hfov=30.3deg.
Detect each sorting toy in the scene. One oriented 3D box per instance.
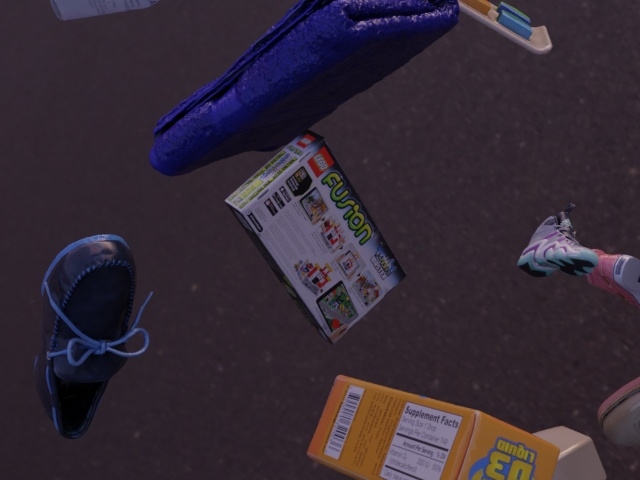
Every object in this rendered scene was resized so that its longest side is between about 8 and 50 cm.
[{"bbox_3d":[0.273,-0.369,1.894,0.193,0.208,0.038,-72,7,-68],"label":"sorting toy"}]

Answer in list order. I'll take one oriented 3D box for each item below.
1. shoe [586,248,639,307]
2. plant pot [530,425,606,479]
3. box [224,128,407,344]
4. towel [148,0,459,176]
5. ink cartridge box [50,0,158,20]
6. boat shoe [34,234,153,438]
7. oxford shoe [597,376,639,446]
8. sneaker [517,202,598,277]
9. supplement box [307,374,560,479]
[{"bbox_3d":[0.483,0.064,1.859,0.081,0.178,0.063,18,80,47],"label":"shoe"},{"bbox_3d":[0.342,0.328,1.695,0.096,0.109,0.109,-30,18,-20],"label":"plant pot"},{"bbox_3d":[0.000,0.000,1.209,0.114,0.207,0.036,-42,38,-12],"label":"box"},{"bbox_3d":[-0.022,-0.177,1.243,0.308,0.227,0.076,-30,85,38],"label":"towel"},{"bbox_3d":[-0.163,-0.331,1.184,0.232,0.066,0.189,-8,74,-5],"label":"ink cartridge box"},{"bbox_3d":[-0.212,0.098,1.125,0.258,0.109,0.089,108,146,-50],"label":"boat shoe"},{"bbox_3d":[0.567,0.262,1.700,0.397,0.140,0.147,-24,47,45],"label":"oxford shoe"},{"bbox_3d":[0.225,-0.004,1.088,0.098,0.038,0.069,-4,57,59],"label":"sneaker"},{"bbox_3d":[0.076,0.158,0.877,0.233,0.078,0.080,6,72,67],"label":"supplement box"}]
